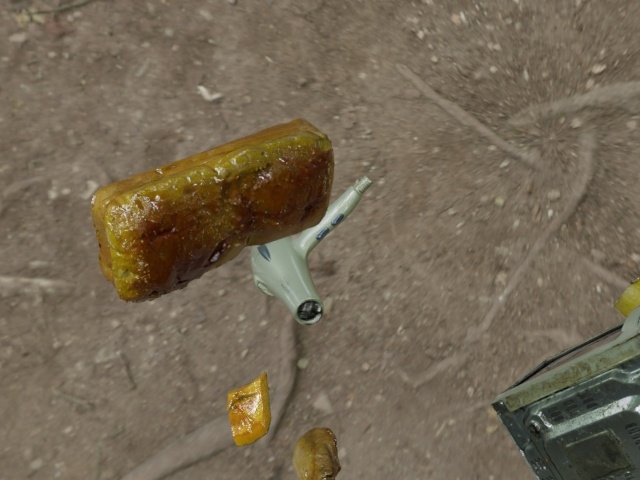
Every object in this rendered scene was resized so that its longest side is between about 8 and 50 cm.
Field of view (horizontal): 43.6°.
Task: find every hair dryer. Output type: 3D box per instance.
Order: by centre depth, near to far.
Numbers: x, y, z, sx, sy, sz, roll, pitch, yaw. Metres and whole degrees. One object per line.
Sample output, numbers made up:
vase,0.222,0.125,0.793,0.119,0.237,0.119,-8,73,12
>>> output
hair dryer,-0.013,0.033,1.520,0.298,0.296,0.119,-34,123,21

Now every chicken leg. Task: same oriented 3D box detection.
chicken leg,0.004,0.437,1.515,0.087,0.251,0.107,3,98,-12

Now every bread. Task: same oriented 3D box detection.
bread,-0.102,-0.029,0.838,0.077,0.270,0.139,35,136,40

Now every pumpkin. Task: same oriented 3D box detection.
pumpkin,-0.111,0.256,1.219,0.073,0.035,0.101,-24,59,24

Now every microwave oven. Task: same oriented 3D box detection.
microwave oven,0.270,0.144,0.657,0.205,0.129,0.163,-43,72,46

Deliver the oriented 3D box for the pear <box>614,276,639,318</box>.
pear,0.611,0.088,1.235,0.267,0.267,0.178,-42,61,17
